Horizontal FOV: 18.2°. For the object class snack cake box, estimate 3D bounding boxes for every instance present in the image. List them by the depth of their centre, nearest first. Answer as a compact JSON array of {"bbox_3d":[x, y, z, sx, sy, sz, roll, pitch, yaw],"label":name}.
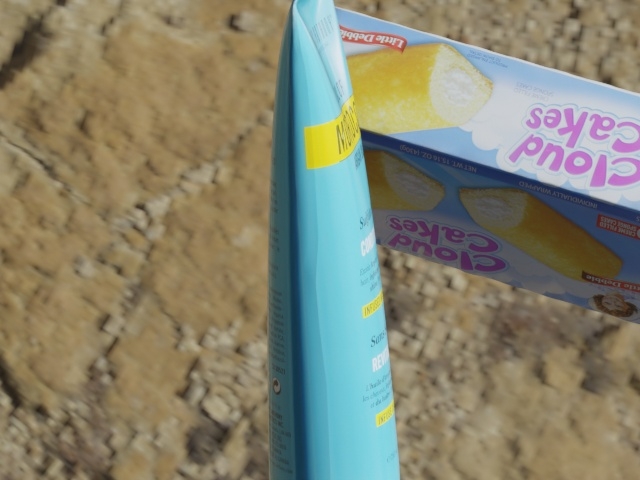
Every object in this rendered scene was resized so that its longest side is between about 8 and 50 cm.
[{"bbox_3d":[0.115,-0.046,1.322,0.152,0.264,0.089,85,25,-60],"label":"snack cake box"}]

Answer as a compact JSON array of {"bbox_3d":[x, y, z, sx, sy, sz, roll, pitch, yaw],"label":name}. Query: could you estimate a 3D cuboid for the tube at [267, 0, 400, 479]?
[{"bbox_3d":[0.000,0.000,0.770,0.052,0.080,0.207,-3,106,2],"label":"tube"}]
